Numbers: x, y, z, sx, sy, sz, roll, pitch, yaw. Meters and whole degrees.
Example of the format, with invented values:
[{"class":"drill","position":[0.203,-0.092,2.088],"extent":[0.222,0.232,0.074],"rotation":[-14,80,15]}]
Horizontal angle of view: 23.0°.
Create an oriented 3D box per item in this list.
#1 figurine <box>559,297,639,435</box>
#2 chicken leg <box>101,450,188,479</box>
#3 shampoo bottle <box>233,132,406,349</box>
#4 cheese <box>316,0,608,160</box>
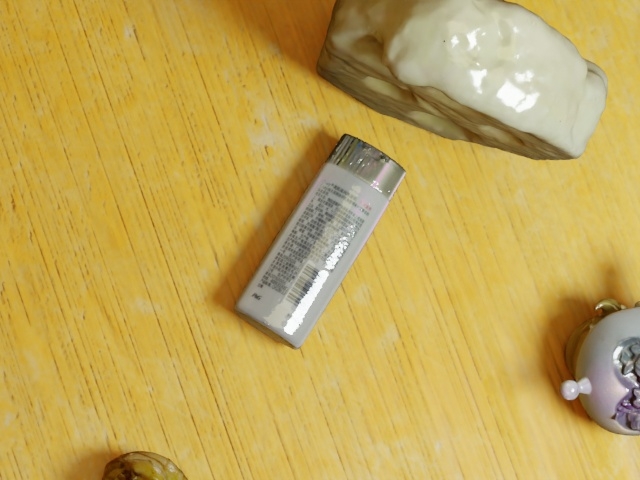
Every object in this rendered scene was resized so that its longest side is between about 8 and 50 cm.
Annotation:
[{"class":"figurine","position":[0.397,0.145,1.659],"extent":[0.274,0.133,0.194],"rotation":[19,109,4]},{"class":"chicken leg","position":[-0.150,0.307,1.590],"extent":[0.207,0.085,0.101],"rotation":[55,35,-4]},{"class":"shampoo bottle","position":[0.000,0.000,1.674],"extent":[0.086,0.056,0.227],"rotation":[31,78,0]},{"class":"cheese","position":[0.129,-0.178,1.601],"extent":[0.326,0.318,0.115],"rotation":[18,86,35]}]
